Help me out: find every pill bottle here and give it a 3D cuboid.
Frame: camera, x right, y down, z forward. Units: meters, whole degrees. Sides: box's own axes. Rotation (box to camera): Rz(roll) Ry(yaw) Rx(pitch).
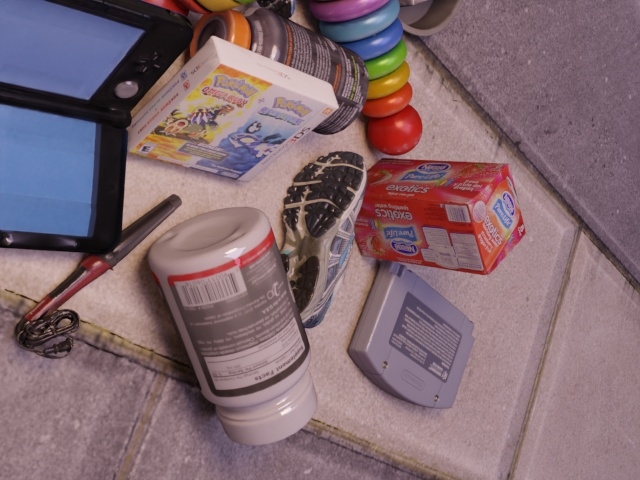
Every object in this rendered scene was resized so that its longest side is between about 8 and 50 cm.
[{"bbox_3d":[-0.057,-0.234,1.115,0.245,0.130,0.131,14,85,-47],"label":"pill bottle"},{"bbox_3d":[-0.105,0.114,1.081,0.161,0.161,0.283,-36,120,-38],"label":"pill bottle"}]

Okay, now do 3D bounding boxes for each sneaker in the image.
[{"bbox_3d":[0.000,0.000,1.244,0.283,0.110,0.122,-67,152,-14],"label":"sneaker"},{"bbox_3d":[-0.057,-0.380,1.130,0.073,0.063,0.162,-1,77,-57],"label":"sneaker"}]

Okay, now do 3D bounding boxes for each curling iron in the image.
[{"bbox_3d":[-0.258,0.037,0.995,0.068,0.035,0.274,38,56,-1],"label":"curling iron"}]

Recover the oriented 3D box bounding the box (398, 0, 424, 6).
[{"bbox_3d":[0.176,-0.485,1.309,0.231,0.056,0.183,-30,115,-41],"label":"box"}]

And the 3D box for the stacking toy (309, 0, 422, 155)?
[{"bbox_3d":[0.079,-0.273,1.270,0.141,0.141,0.330,-46,131,-33],"label":"stacking toy"}]

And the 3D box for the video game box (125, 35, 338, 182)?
[{"bbox_3d":[-0.110,-0.154,1.034,0.205,0.187,0.048,11,51,-47],"label":"video game box"}]

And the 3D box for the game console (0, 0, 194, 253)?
[{"bbox_3d":[-0.289,-0.126,0.851,0.293,0.250,0.173,4,57,-47],"label":"game console"}]

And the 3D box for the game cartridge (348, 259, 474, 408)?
[{"bbox_3d":[0.166,0.181,1.457,0.297,0.062,0.198,38,71,-42],"label":"game cartridge"}]

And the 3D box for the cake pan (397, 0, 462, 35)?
[{"bbox_3d":[0.145,-0.485,1.358,0.293,0.054,0.293,-7,99,-46],"label":"cake pan"}]

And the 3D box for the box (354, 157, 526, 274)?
[{"bbox_3d":[0.172,-0.043,1.288,0.122,0.256,0.128,-40,122,-34],"label":"box"}]

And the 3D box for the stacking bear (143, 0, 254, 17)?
[{"bbox_3d":[-0.125,-0.325,0.934,0.175,0.289,0.164,26,43,-63],"label":"stacking bear"}]
